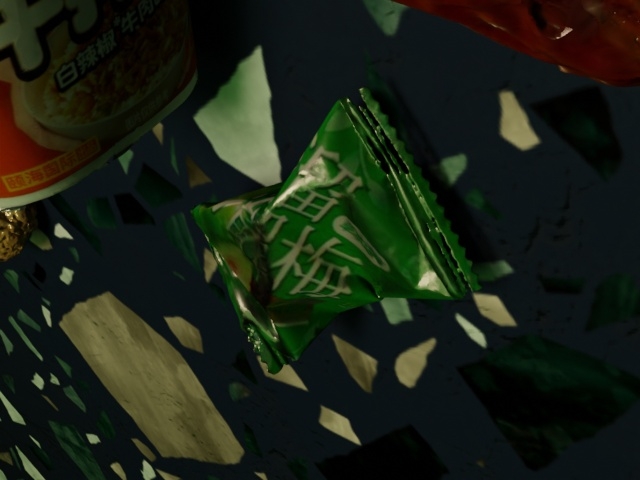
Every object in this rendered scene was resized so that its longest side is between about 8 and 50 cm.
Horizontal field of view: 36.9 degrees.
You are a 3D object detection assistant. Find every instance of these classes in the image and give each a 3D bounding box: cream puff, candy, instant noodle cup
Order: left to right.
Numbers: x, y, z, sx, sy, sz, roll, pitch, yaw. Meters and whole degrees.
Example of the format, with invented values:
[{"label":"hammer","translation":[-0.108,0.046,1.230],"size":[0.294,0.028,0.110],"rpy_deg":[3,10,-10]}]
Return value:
[{"label":"instant noodle cup","translation":[-0.212,-0.204,0.563],"size":[0.294,0.294,0.308],"rpy_deg":[26,145,31]},{"label":"cream puff","translation":[-0.362,-0.029,1.007],"size":[0.133,0.104,0.119],"rpy_deg":[40,137,14]},{"label":"candy","translation":[0.001,-0.003,0.649],"size":[0.203,0.078,0.141],"rpy_deg":[-26,112,42]}]

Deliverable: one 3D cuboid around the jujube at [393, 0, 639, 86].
[{"label":"jujube","translation":[0.049,-0.179,0.336],"size":[0.290,0.197,0.197],"rpy_deg":[38,146,-8]}]
